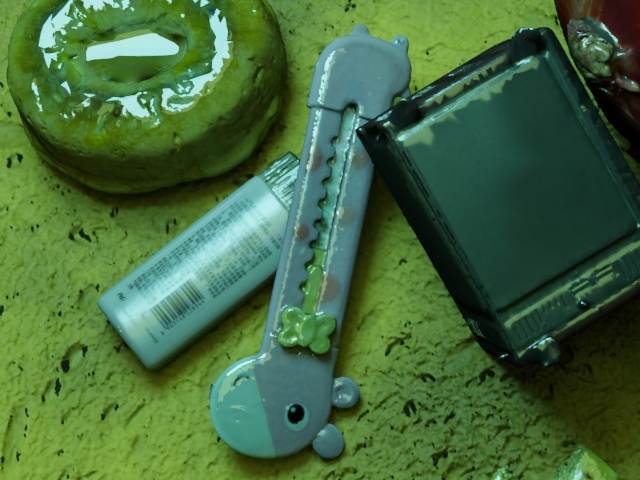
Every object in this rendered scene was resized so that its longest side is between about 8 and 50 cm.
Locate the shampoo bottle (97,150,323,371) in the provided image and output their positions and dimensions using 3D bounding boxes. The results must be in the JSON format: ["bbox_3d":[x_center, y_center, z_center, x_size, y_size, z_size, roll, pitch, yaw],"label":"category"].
[{"bbox_3d":[-0.090,0.019,1.524,0.227,0.056,0.086,-39,79,-6],"label":"shampoo bottle"}]

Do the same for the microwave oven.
[{"bbox_3d":[0.170,-0.042,1.410,0.188,0.178,0.247,-30,95,-1],"label":"microwave oven"}]

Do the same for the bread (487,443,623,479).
[{"bbox_3d":[0.152,0.254,1.419,0.226,0.049,0.088,-45,72,-9],"label":"bread"}]

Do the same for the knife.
[{"bbox_3d":[0.000,0.000,1.484,0.132,0.038,0.399,14,83,-12],"label":"knife"}]

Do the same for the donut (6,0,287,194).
[{"bbox_3d":[-0.161,-0.155,1.555,0.261,0.128,0.209,-12,71,5],"label":"donut"}]

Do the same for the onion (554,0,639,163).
[{"bbox_3d":[0.351,-0.227,1.396,0.341,0.341,0.341,-2,72,7],"label":"onion"}]
